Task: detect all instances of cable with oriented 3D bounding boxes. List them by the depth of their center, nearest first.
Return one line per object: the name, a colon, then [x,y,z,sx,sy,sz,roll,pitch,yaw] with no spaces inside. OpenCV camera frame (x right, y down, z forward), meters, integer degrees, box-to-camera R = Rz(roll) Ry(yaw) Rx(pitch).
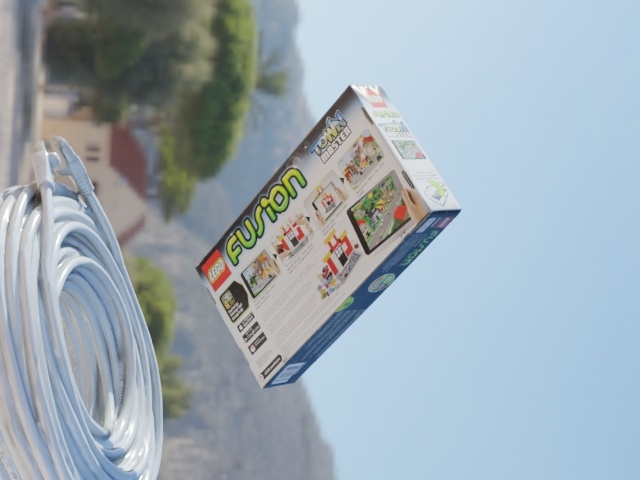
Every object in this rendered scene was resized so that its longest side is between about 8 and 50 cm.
cable: [-0.192,0.087,1.121,0.257,0.089,0.257,-89,163,-51]

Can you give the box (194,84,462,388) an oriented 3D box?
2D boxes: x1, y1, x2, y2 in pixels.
box: [0.000,0.000,1.113,0.207,0.036,0.114,-47,-118,34]
